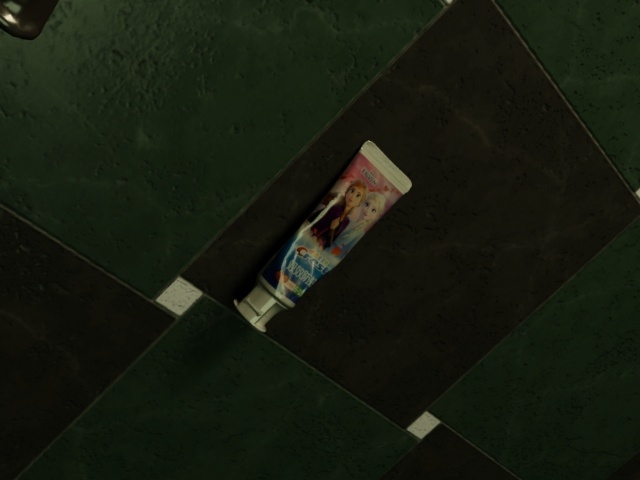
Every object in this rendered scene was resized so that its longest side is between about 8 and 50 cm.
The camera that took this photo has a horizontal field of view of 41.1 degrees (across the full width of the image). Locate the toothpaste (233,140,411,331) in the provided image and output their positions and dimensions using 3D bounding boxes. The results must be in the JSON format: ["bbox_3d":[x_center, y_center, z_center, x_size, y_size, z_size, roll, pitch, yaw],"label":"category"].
[{"bbox_3d":[0.000,0.000,1.067,0.266,0.061,0.096,-47,126,3],"label":"toothpaste"}]

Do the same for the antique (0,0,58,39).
[{"bbox_3d":[-0.274,-0.325,0.632,0.255,0.185,0.322,-43,156,18],"label":"antique"}]
